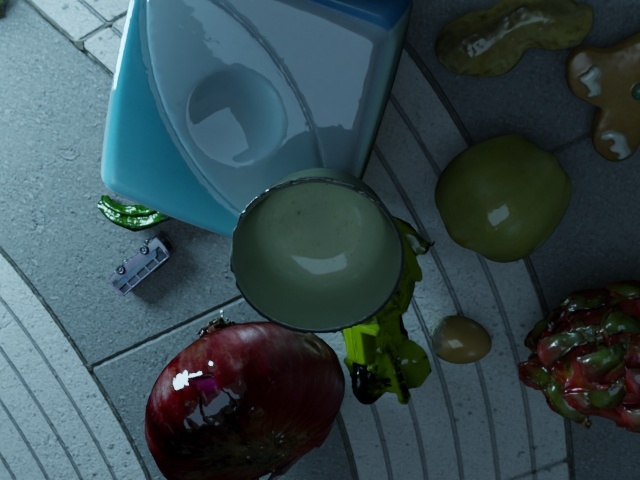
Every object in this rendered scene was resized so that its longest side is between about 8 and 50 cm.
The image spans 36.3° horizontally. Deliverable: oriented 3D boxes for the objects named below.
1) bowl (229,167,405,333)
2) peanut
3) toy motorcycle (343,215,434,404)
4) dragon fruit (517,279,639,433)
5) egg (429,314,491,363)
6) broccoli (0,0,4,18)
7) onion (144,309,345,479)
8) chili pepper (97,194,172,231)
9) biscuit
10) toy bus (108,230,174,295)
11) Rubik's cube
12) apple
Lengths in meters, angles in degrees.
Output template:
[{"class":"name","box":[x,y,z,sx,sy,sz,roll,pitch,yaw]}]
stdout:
[{"class":"bowl","box":[0.000,0.000,1.202,0.212,0.112,0.211,2,115,5]},{"class":"peanut","box":[0.278,-0.302,1.416,0.230,0.103,0.098,-18,63,16]},{"class":"toy motorcycle","box":[0.094,0.093,1.546,0.142,0.206,0.342,22,134,41]},{"class":"dragon fruit","box":[0.449,0.174,1.474,0.303,0.237,0.231,-2,99,32]},{"class":"egg","box":[0.230,0.162,1.591,0.097,0.080,0.080,7,111,-11]},{"class":"broccoli","box":[-0.695,-0.422,1.509,0.254,0.186,0.302,-31,95,11]},{"class":"onion","box":[-0.138,0.246,1.602,0.348,0.285,0.347,-18,143,-14]},{"class":"chili pepper","box":[-0.285,-0.059,1.628,0.182,0.050,0.073,-16,112,18]},{"class":"biscuit","box":[0.520,-0.264,1.384,0.340,0.047,0.216,-27,114,11]},{"class":"toy bus","box":[-0.306,0.040,1.672,0.131,0.037,0.052,-39,100,20]},{"class":"Rubik's cube","box":[-0.081,-0.215,1.372,0.352,0.347,0.352,20,114,1]},{"class":"apple","box":[0.269,-0.062,1.453,0.200,0.200,0.200,3,109,10]}]
